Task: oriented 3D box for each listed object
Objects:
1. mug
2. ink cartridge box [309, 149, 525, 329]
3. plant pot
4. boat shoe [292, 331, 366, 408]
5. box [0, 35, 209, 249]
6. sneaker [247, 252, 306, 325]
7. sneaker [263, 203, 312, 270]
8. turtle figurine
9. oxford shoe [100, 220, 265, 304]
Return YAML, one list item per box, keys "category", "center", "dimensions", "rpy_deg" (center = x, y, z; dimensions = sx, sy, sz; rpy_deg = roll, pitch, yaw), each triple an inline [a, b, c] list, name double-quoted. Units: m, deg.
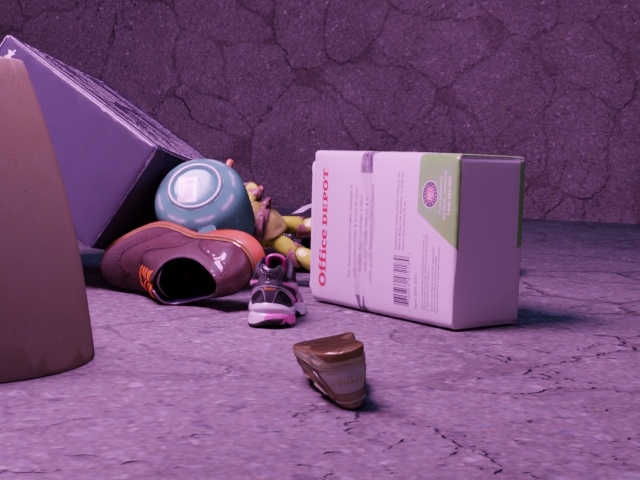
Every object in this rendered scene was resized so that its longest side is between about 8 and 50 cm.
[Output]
- category: "mug"
  center: [-0.152, -0.041, 1.428]
  dimensions: [0.157, 0.129, 0.097]
  rpy_deg: [35, -22, 28]
- category: "ink cartridge box"
  center: [0.112, -0.010, 1.289]
  dimensions: [0.114, 0.199, 0.272]
  rpy_deg: [-2, 6, -36]
- category: "plant pot"
  center: [-0.335, -0.029, 0.951]
  dimensions: [0.256, 0.274, 0.256]
  rpy_deg: [1, 4, 0]
- category: "boat shoe"
  center: [0.011, 0.106, 0.870]
  dimensions: [0.056, 0.048, 0.153]
  rpy_deg: [-12, 1, -10]
- category: "box"
  center: [-0.339, -0.127, 1.568]
  dimensions: [0.296, 0.183, 0.294]
  rpy_deg: [36, 4, 16]
- category: "sneaker"
  center: [-0.049, 0.052, 1.235]
  dimensions: [0.071, 0.077, 0.178]
  rpy_deg: [2, 4, -5]
- category: "sneaker"
  center: [0.000, 0.000, 1.789]
  dimensions: [0.146, 0.105, 0.295]
  rpy_deg: [13, 12, 35]
- category: "turtle figurine"
  center: [-0.079, -0.025, 1.526]
  dimensions: [0.217, 0.087, 0.270]
  rpy_deg: [16, 40, -7]
- category: "oxford shoe"
  center: [-0.202, 0.033, 1.348]
  dimensions: [0.271, 0.097, 0.098]
  rpy_deg: [-4, 17, 37]
